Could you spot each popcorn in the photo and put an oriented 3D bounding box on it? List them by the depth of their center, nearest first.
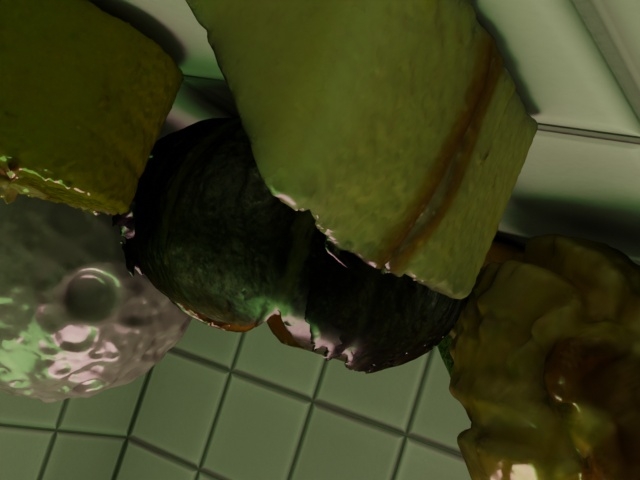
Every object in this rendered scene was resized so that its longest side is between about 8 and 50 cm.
[{"bbox_3d":[0.221,0.122,0.834,0.225,0.264,0.332,-15,-162,-1],"label":"popcorn"}]

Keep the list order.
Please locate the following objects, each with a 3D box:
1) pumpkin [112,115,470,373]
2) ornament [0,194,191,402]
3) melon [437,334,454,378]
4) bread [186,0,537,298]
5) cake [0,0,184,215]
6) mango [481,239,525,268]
[{"bbox_3d":[-0.014,0.003,0.813,0.321,0.192,0.320,18,172,3],"label":"pumpkin"},{"bbox_3d":[-0.279,0.008,1.028,0.337,0.337,0.337,17,174,2],"label":"ornament"},{"bbox_3d":[0.281,0.160,1.214,0.331,0.226,0.343,-16,-137,-19],"label":"melon"},{"bbox_3d":[0.030,-0.069,0.483,0.142,0.178,0.266,-20,161,22],"label":"bread"},{"bbox_3d":[-0.218,-0.101,0.697,0.179,0.156,0.260,26,173,-19],"label":"cake"},{"bbox_3d":[0.187,0.046,1.056,0.219,0.112,0.145,28,173,-13],"label":"mango"}]
